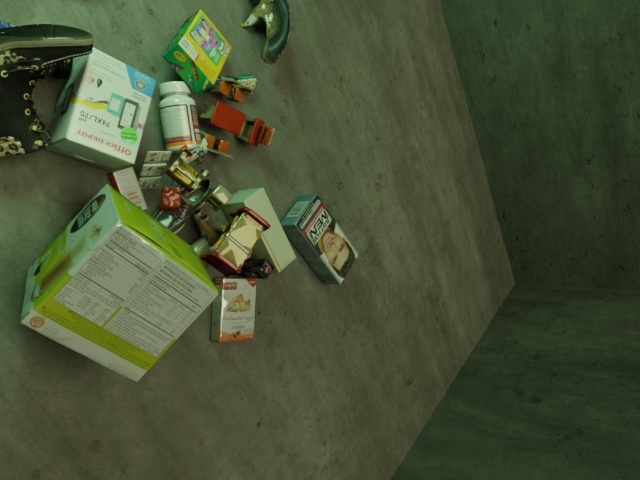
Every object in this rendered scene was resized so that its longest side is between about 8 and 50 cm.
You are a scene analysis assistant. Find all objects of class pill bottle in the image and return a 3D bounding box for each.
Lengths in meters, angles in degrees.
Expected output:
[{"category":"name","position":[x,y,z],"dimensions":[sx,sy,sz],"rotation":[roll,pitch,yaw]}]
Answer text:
[{"category":"pill bottle","position":[-0.797,-0.508,1.336],"dimensions":[0.219,0.122,0.123],"rotation":[2,89,-45]},{"category":"pill bottle","position":[-0.473,-0.410,1.664],"dimensions":[0.121,0.121,0.221],"rotation":[-14,99,-45]}]

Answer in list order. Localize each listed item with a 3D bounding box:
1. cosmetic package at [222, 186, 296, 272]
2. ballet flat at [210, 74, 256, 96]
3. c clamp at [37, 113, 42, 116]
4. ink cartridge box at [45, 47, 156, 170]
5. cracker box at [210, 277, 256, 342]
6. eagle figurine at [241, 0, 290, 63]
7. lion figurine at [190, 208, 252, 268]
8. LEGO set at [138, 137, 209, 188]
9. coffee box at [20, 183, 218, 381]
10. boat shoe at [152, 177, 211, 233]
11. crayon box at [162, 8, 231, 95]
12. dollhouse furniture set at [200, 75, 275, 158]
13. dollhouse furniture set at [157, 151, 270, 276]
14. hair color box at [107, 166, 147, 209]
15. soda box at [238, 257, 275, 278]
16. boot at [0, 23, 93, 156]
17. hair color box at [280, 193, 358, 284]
[{"category":"cosmetic package","position":[-0.233,-0.036,1.879],"dimensions":[0.113,0.160,0.309],"rotation":[-43,118,-36]},{"category":"ballet flat","position":[-0.335,-0.571,1.838],"dimensions":[0.241,0.091,0.077],"rotation":[-17,124,-40]},{"category":"c clamp","position":[-0.866,-0.376,1.341],"dimensions":[0.137,0.022,0.161],"rotation":[-45,122,-30]},{"category":"ink cartridge box","position":[-0.639,-0.367,1.441],"dimensions":[0.198,0.197,0.270],"rotation":[19,76,-43]},{"category":"cracker box","position":[-0.323,0.255,1.851],"dimensions":[0.155,0.067,0.232],"rotation":[5,86,-46]},{"category":"eagle figurine","position":[-0.196,-0.856,1.910],"dimensions":[0.298,0.225,0.226],"rotation":[58,42,-14]},{"category":"lion figurine","position":[-0.422,0.056,1.726],"dimensions":[0.392,0.142,0.240],"rotation":[-39,125,-22]},{"category":"LEGO set","position":[-0.472,-0.250,1.632],"dimensions":[0.244,0.182,0.060],"rotation":[-10,62,-37]},{"category":"coffee box","position":[-0.544,0.105,1.361],"dimensions":[0.334,0.337,0.338],"rotation":[-48,125,-2]},{"category":"boat shoe","position":[-0.467,-0.117,1.666],"dimensions":[0.103,0.092,0.285],"rotation":[39,52,3]},{"category":"crayon box","position":[-0.411,-0.641,1.684],"dimensions":[0.165,0.081,0.278],"rotation":[47,34,-34]},{"category":"dollhouse furniture set","position":[-0.295,-0.421,1.783],"dimensions":[0.259,0.135,0.262],"rotation":[9,101,-59]},{"category":"dollhouse furniture set","position":[-0.369,-0.073,1.595],"dimensions":[0.374,0.152,0.201],"rotation":[40,66,-18]},{"category":"hair color box","position":[-0.612,-0.156,1.577],"dimensions":[0.072,0.043,0.141],"rotation":[-28,108,-42]},{"category":"soda box","position":[-0.251,0.103,1.851],"dimensions":[0.053,0.169,0.060],"rotation":[49,57,-34]},{"category":"boot","position":[-0.753,-0.382,1.269],"dimensions":[0.377,0.138,0.284],"rotation":[-22,133,-26]},{"category":"hair color box","position":[0.000,0.000,2.147],"dimensions":[0.374,0.113,0.185],"rotation":[54,54,-31]}]
